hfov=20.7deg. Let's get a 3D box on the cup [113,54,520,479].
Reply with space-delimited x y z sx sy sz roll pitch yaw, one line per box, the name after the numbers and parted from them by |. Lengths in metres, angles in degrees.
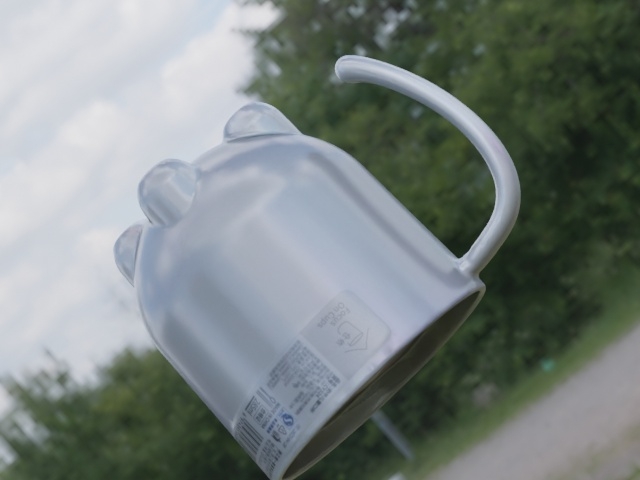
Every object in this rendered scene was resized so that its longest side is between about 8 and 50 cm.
-0.009 0.006 0.815 0.134 0.142 0.173 -31 -16 -47 | cup
